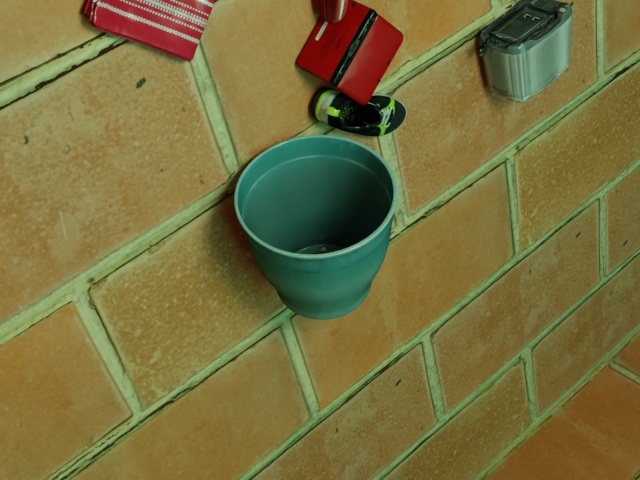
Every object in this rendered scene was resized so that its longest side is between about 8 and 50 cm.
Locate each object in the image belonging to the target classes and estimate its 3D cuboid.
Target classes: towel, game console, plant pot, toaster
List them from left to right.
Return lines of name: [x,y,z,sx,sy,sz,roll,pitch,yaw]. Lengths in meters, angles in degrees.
towel: [-0.213,-0.411,1.279,0.199,0.031,0.274,14,103,-47]
plant pot: [0.000,0.000,1.557,0.272,0.272,0.255,-36,147,-22]
game console: [0.051,-0.329,1.525,0.144,0.124,0.085,-60,160,2]
toaster: [0.417,-0.385,1.803,0.227,0.129,0.146,-40,136,-21]

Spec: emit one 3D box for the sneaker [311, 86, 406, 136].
sneaker: [0.086,-0.222,1.613,0.235,0.097,0.084,-2,115,-42]

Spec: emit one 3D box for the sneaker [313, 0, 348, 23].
sneaker: [0.057,-0.474,1.452,0.128,0.087,0.221,-19,126,-33]
